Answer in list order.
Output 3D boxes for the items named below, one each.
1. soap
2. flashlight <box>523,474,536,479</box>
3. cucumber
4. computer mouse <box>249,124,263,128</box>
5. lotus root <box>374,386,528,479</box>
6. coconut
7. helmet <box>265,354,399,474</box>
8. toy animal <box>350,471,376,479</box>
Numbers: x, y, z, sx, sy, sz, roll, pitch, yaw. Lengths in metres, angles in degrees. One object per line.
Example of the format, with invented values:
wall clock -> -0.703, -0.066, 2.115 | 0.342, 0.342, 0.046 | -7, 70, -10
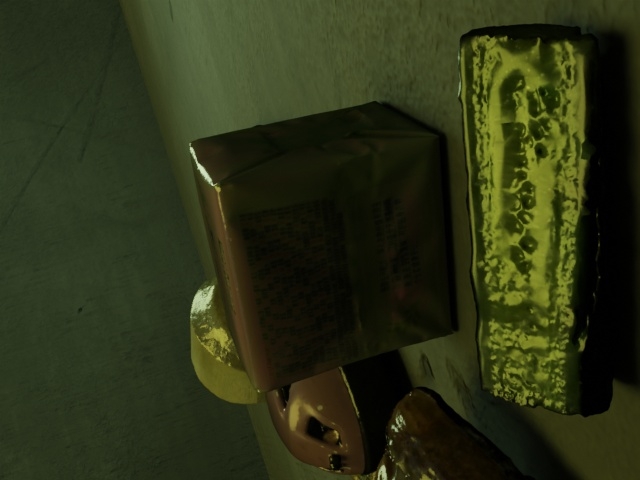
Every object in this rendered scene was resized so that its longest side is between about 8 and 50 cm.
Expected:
soap -> 0.000, 0.000, 0.643 | 0.138, 0.182, 0.199 | -129, 27, -58
flashlight -> 0.154, 0.229, 0.616 | 0.121, 0.036, 0.057 | 88, 161, -47
cucumber -> 0.125, -0.012, 0.417 | 0.078, 0.062, 0.211 | 8, 112, 38
computer mouse -> -0.104, -0.063, 1.107 | 0.374, 0.114, 0.203 | -155, 56, -77
lotus root -> 0.134, 0.249, 0.540 | 0.329, 0.078, 0.167 | 37, 144, 50
coconut -> -0.103, 0.150, 1.176 | 0.222, 0.202, 0.202 | 98, 152, -54
helmet -> 0.002, 0.167, 0.911 | 0.253, 0.154, 0.198 | 53, 157, 43
toy animal -> 0.075, 0.344, 1.014 | 0.099, 0.057, 0.241 | -125, 23, -51
